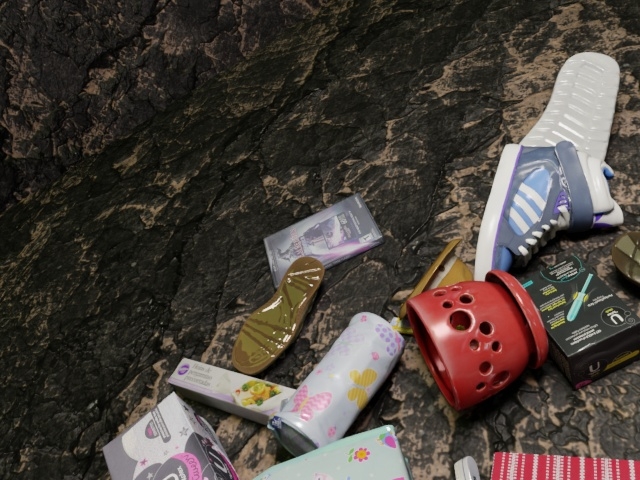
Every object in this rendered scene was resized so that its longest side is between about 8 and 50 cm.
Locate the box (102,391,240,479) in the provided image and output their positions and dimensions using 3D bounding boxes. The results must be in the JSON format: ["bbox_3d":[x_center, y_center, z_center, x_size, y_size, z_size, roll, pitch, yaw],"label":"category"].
[{"bbox_3d":[-0.238,0.409,0.931,0.163,0.142,0.247,-38,40,-11],"label":"box"}]

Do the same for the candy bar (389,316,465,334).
[{"bbox_3d":[0.198,0.166,1.032,0.161,0.018,0.040,2,44,34],"label":"candy bar"}]

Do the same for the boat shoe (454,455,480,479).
[{"bbox_3d":[0.212,0.365,0.795,0.035,0.035,0.100,-40,34,33],"label":"boat shoe"}]

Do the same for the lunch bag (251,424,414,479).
[{"bbox_3d":[0.016,0.414,0.759,0.262,0.160,0.223,-19,40,4],"label":"lunch bag"}]

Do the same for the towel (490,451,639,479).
[{"bbox_3d":[0.349,0.358,0.683,0.275,0.031,0.199,-6,29,26],"label":"towel"}]

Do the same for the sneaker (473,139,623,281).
[{"bbox_3d":[0.429,-0.029,1.020,0.236,0.130,0.322,14,72,19],"label":"sneaker"}]

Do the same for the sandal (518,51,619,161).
[{"bbox_3d":[0.533,-0.213,1.180,0.169,0.102,0.416,26,78,25],"label":"sandal"}]

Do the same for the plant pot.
[{"bbox_3d":[0.252,0.153,0.883,0.174,0.191,0.191,-20,38,-1],"label":"plant pot"}]

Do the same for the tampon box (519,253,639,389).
[{"bbox_3d":[0.406,0.128,0.878,0.120,0.101,0.161,-27,39,4],"label":"tampon box"}]

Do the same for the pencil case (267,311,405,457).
[{"bbox_3d":[0.032,0.246,0.940,0.273,0.113,0.124,-44,19,-33],"label":"pencil case"}]

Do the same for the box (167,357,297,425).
[{"bbox_3d":[-0.159,0.299,1.066,0.324,0.067,0.063,4,48,36],"label":"box"}]

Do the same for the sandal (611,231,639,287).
[{"bbox_3d":[0.570,0.069,0.885,0.090,0.060,0.219,-45,55,-10],"label":"sandal"}]

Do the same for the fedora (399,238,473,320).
[{"bbox_3d":[0.226,0.087,1.026,0.079,0.194,0.194,37,66,10],"label":"fedora"}]

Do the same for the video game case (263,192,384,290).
[{"bbox_3d":[0.000,0.000,1.333,0.274,0.026,0.196,-25,38,4],"label":"video game case"}]

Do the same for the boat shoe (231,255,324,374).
[{"bbox_3d":[-0.078,0.166,1.162,0.104,0.089,0.285,30,66,19],"label":"boat shoe"}]
